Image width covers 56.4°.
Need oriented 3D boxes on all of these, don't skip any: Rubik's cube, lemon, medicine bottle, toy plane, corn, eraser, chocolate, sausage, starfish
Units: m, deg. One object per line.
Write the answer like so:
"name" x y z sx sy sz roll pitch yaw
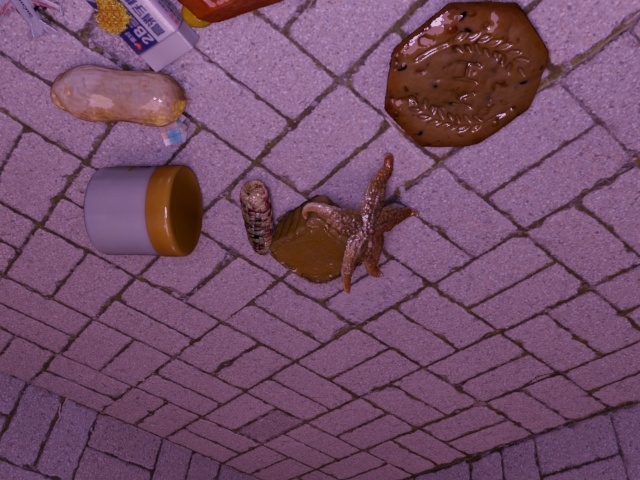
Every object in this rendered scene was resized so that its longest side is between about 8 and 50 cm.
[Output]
"Rubik's cube" -0.359 -0.282 1.449 0.073 0.084 0.075 -20 153 -9
"lemon" -0.256 -0.473 1.240 0.083 0.062 0.062 14 139 21
"medicine bottle" -0.453 -0.078 1.554 0.232 0.238 0.238 1 136 10
"toy plane" -0.628 -0.505 1.257 0.162 0.065 0.171 -3 133 12
"corn" -0.171 -0.058 1.645 0.086 0.086 0.253 2 139 6
"eraser" -0.373 -0.471 1.256 0.124 0.068 0.210 -21 130 28
"chocolate" -0.458 -0.332 1.368 0.309 0.134 0.134 4 136 2
"sausage" -0.152 -0.508 1.122 0.268 0.153 0.141 -11 96 19
"starfish" 0.110 -0.042 1.512 0.327 0.094 0.375 21 97 -32

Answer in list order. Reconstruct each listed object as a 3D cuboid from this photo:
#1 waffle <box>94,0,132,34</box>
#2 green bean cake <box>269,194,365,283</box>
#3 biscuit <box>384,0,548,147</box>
"waffle" -0.428 -0.459 1.217 0.078 0.016 0.085 27 138 -17
"green bean cake" 0.000 0.000 1.646 0.224 0.131 0.229 37 131 -27
"biscuit" 0.307 -0.338 1.270 0.359 0.046 0.359 -4 137 -3
